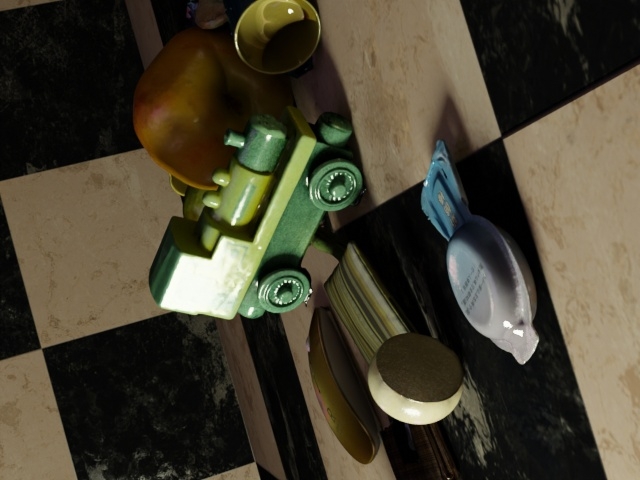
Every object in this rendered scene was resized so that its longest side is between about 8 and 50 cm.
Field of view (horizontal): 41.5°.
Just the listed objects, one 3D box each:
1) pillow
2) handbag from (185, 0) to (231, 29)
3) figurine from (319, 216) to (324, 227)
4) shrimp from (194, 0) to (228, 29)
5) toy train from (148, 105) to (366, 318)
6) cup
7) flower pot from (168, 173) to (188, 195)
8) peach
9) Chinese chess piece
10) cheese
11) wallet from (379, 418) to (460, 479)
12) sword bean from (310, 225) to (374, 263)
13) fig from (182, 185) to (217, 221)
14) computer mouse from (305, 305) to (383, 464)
[{"bbox_3d":[0.080,0.119,1.264,0.208,0.052,0.212,59,161,13],"label":"pillow"},{"bbox_3d":[-0.224,-0.390,1.781,0.162,0.113,0.260,60,159,24],"label":"handbag"},{"bbox_3d":[-0.025,-0.071,1.491,0.072,0.054,0.129,-121,22,-66],"label":"figurine"},{"bbox_3d":[-0.146,-0.436,1.442,0.047,0.126,0.223,50,-140,-36],"label":"shrimp"},{"bbox_3d":[-0.093,-0.045,1.281,0.369,0.237,0.150,-64,28,24],"label":"toy train"},{"bbox_3d":[-0.074,-0.337,1.308,0.176,0.131,0.155,54,-172,-45],"label":"cup"},{"bbox_3d":[-0.271,-0.219,2.006,0.195,0.195,0.179,94,168,-50],"label":"flower pot"},{"bbox_3d":[-0.191,-0.228,1.512,0.308,0.289,0.289,5,109,67],"label":"peach"},{"bbox_3d":[0.121,0.175,1.075,0.051,0.122,0.122,103,150,-42],"label":"Chinese chess piece"},{"bbox_3d":[0.166,0.016,0.895,0.135,0.052,0.245,102,150,-54],"label":"cheese"},{"bbox_3d":[0.146,0.325,1.291,0.230,0.042,0.124,110,140,-68],"label":"wallet"},{"bbox_3d":[0.000,0.000,1.397,0.269,0.043,0.038,30,147,47],"label":"sword bean"},{"bbox_3d":[-0.195,-0.082,1.807,0.207,0.207,0.230,-123,27,-48],"label":"fig"},{"bbox_3d":[0.030,0.273,1.601,0.158,0.072,0.310,100,151,-54],"label":"computer mouse"}]
